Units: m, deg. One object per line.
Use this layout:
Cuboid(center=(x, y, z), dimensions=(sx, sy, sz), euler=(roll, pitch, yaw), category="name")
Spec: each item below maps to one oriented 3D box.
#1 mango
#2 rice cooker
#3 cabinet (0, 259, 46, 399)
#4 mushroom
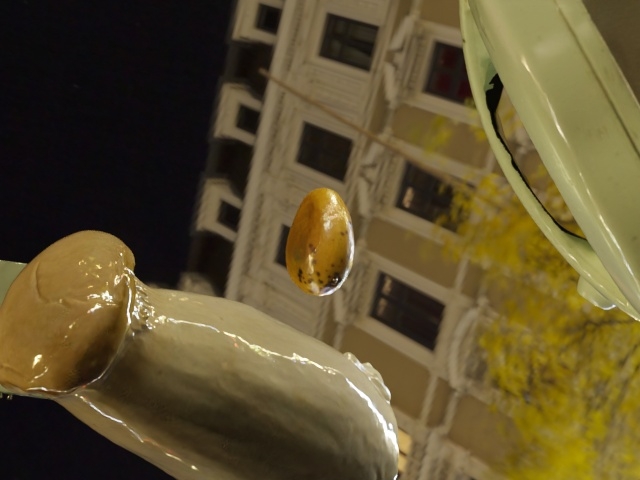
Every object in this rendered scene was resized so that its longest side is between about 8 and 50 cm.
Cuboid(center=(0.000, 0.000, 1.001), dimensions=(0.057, 0.079, 0.114), euler=(19, -127, -27), category="mango")
Cuboid(center=(0.224, -0.104, 0.564), dimensions=(0.277, 0.288, 0.288), euler=(-26, -43, 16), category="rice cooker")
Cuboid(center=(-0.368, 0.115, 1.237), dimensions=(0.145, 0.206, 0.150), euler=(8, -102, -4), category="cabinet")
Cuboid(center=(-0.063, 0.125, 0.783), dimensions=(0.154, 0.137, 0.407), euler=(-38, -44, 10), category="mushroom")
